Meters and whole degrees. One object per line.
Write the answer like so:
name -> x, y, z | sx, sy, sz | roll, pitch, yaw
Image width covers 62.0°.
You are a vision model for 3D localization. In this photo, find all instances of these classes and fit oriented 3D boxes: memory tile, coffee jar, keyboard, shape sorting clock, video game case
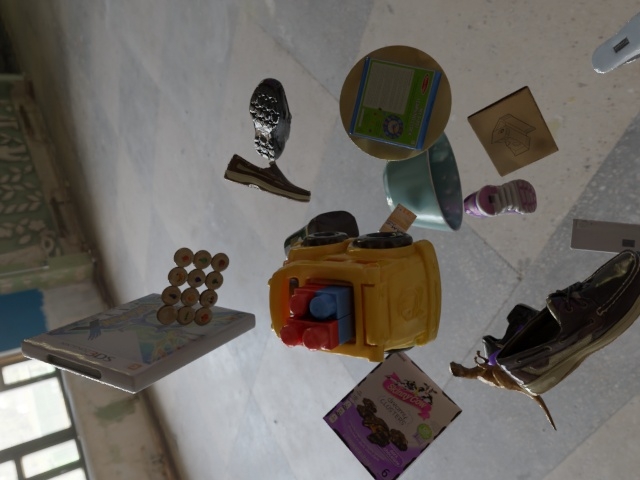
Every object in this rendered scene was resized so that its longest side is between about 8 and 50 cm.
memory tile -> -0.232, 0.087, 0.978 | 0.012, 0.113, 0.148 | 27, 102, 49
coffee jar -> 0.000, 0.000, 1.039 | 0.184, 0.096, 0.079 | -31, 72, 64
keyboard -> 0.713, -0.003, 1.235 | 0.014, 0.256, 0.072 | -45, -40, -83
shape sorting clock -> 0.137, -0.251, 0.984 | 0.206, 0.040, 0.206 | 3, 99, 17
video game case -> -0.344, 0.183, 1.050 | 0.300, 0.329, 0.036 | 7, 104, 29

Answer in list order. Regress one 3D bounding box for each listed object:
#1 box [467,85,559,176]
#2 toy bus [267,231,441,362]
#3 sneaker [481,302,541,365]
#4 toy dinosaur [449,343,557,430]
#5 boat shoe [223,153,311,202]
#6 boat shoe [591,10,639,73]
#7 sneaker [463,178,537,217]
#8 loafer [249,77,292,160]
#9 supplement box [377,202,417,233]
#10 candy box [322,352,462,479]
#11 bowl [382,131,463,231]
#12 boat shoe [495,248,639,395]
box -> 0.505, -0.280, 1.399 | 0.164, 0.021, 0.201 | -26, 117, 25
toy bus -> 0.009, 0.076, 0.663 | 0.220, 0.211, 0.149 | 3, 101, 38
sneaker -> 0.470, 0.190, 1.124 | 0.293, 0.102, 0.146 | -33, 69, 25
toy dinosaur -> 0.357, 0.262, 1.022 | 0.211, 0.064, 0.112 | 18, 88, 22
boat shoe -> -0.143, -0.183, 1.528 | 0.095, 0.257, 0.095 | -133, 61, -84
boat shoe -> 0.913, -0.570, 1.502 | 0.306, 0.105, 0.113 | 128, 121, -73
sneaker -> 0.474, -0.104, 1.419 | 0.104, 0.236, 0.095 | -20, 77, 59
loafer -> -0.096, -0.251, 1.078 | 0.076, 0.078, 0.223 | 26, 155, 8
supplement box -> 0.203, -0.040, 1.414 | 0.062, 0.098, 0.036 | 35, 167, 7
candy box -> 0.132, 0.323, 0.978 | 0.165, 0.196, 0.070 | 43, 168, 25
bowl -> 0.288, -0.162, 1.536 | 0.163, 0.311, 0.311 | -12, 89, 29
boat shoe -> 0.390, 0.121, 0.829 | 0.285, 0.092, 0.103 | -54, 9, 23
